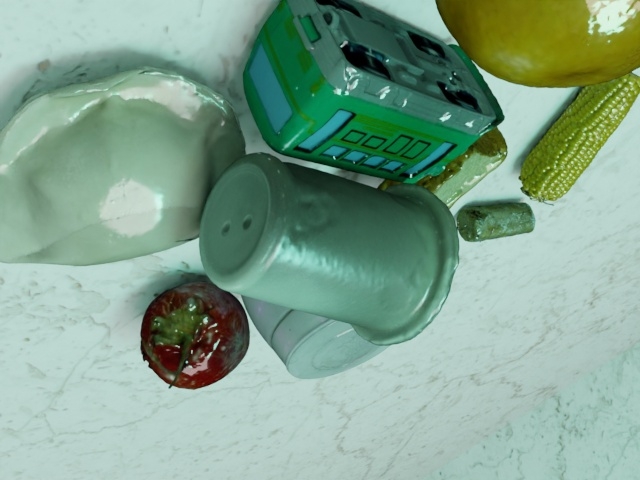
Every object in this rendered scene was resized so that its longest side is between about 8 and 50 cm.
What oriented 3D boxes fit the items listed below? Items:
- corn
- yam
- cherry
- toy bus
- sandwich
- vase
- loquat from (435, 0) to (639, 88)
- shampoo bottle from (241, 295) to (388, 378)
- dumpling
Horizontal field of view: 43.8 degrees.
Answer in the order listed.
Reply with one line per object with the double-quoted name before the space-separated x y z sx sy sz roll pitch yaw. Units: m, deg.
"corn" 0.480 -0.193 1.476 0.106 0.106 0.305 -2 140 -34
"yam" 0.367 -0.039 1.644 0.179 0.078 0.078 -6 143 -29
"cherry" -0.213 0.174 1.436 0.175 0.192 0.249 -1 167 28
"toy bus" 0.066 -0.195 1.098 0.343 0.183 0.199 9 137 -42
"sandwich" 0.196 -0.104 1.345 0.226 0.087 0.251 -48 165 24
"vase" 0.000 0.000 1.066 0.291 0.245 0.245 17 128 -36
"loquat" 0.291 -0.337 0.938 0.328 0.328 0.328 -19 147 -13
"shampoo bottle" 0.004 0.079 1.372 0.273 0.266 0.273 -20 148 -13
"dumpling" -0.273 -0.095 1.029 0.341 0.181 0.260 1 125 4
